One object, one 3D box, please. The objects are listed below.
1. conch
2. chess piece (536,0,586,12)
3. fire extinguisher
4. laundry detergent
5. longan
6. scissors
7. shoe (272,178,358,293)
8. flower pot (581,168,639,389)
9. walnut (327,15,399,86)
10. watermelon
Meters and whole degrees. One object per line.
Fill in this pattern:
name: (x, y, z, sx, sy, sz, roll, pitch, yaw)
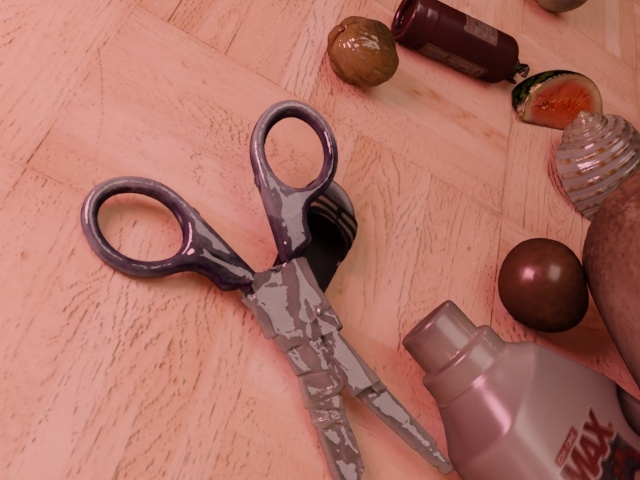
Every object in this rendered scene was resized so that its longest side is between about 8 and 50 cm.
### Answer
conch: (0.390, -0.105, 0.957, 0.135, 0.102, 0.153, -34, 83, -25)
chess piece: (0.407, -0.498, 1.187, 0.144, 0.144, 0.252, 20, 61, -19)
fire extinguisher: (0.208, -0.275, 0.973, 0.231, 0.071, 0.099, 16, 28, -23)
laundry detergent: (0.243, 0.216, 0.663, 0.398, 0.125, 0.264, 48, 51, 5)
longan: (0.254, 0.050, 0.782, 0.113, 0.092, 0.114, 12, 62, -23)
scissors: (-0.017, 0.066, 0.630, 0.255, 0.029, 0.384, -31, 83, -22)
shoe: (0.000, 0.000, 0.692, 0.071, 0.049, 0.179, 33, 51, -11)
flower pot: (0.421, 0.070, 0.663, 0.293, 0.294, 0.330, 16, 27, -22)
walnut: (0.051, -0.227, 0.840, 0.092, 0.092, 0.092, 15, 56, -23)
watermelon: (0.354, -0.218, 1.019, 0.163, 0.069, 0.087, 0, 62, -28)
